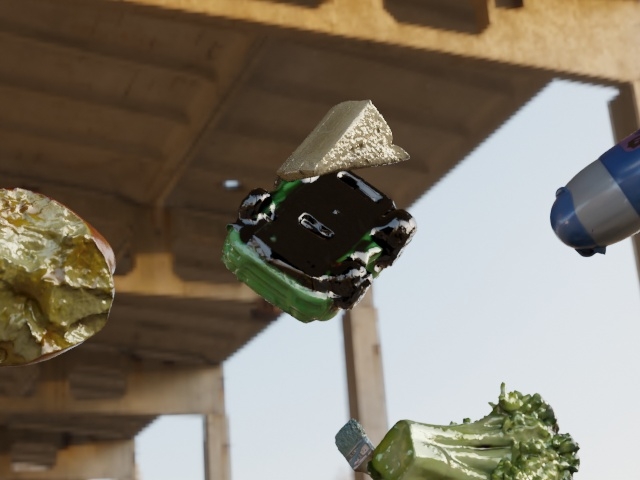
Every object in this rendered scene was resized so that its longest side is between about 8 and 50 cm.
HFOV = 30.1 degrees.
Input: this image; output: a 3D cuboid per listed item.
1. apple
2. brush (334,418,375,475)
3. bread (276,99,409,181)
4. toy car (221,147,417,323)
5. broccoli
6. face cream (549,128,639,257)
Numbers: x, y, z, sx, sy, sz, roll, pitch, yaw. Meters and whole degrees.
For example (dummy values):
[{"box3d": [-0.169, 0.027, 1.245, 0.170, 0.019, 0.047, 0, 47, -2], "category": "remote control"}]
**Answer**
[{"box3d": [-0.268, 0.038, 1.052, 0.158, 0.156, 0.147, 20, -18, -39], "category": "apple"}, {"box3d": [0.095, 0.406, 2.093, 0.021, 0.196, 0.070, -3, -41, -54], "category": "brush"}, {"box3d": [0.029, -0.098, 1.514, 0.077, 0.152, 0.105, -3, -50, 49], "category": "bread"}, {"box3d": [0.000, 0.000, 1.731, 0.213, 0.359, 0.176, 35, -52, 7], "category": "toy car"}, {"box3d": [0.152, 0.280, 1.323, 0.243, 0.263, 0.247, 30, -20, -34], "category": "broccoli"}, {"box3d": [0.331, -0.077, 1.107, 0.264, 0.083, 0.149, -34, -4, 11], "category": "face cream"}]
